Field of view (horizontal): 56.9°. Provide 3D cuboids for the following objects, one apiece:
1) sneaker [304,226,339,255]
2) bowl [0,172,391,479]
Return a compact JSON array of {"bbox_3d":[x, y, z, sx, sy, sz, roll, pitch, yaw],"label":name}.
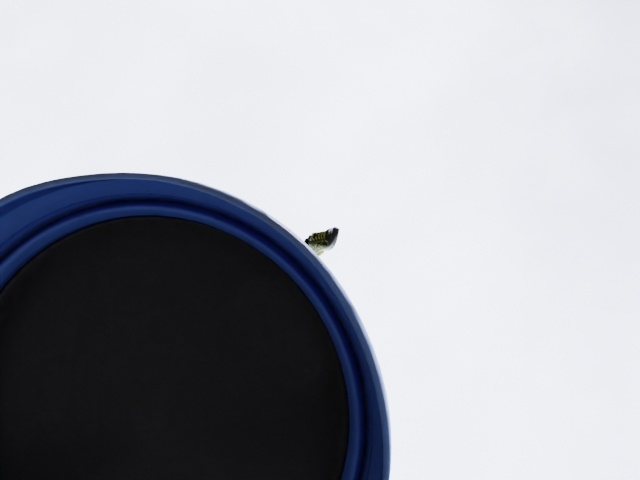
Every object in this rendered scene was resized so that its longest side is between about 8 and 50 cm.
[{"bbox_3d":[0.000,0.000,0.931,0.035,0.083,0.031,27,-126,-17],"label":"sneaker"},{"bbox_3d":[-0.143,0.143,0.460,0.392,0.077,0.390,0,-89,5],"label":"bowl"}]
